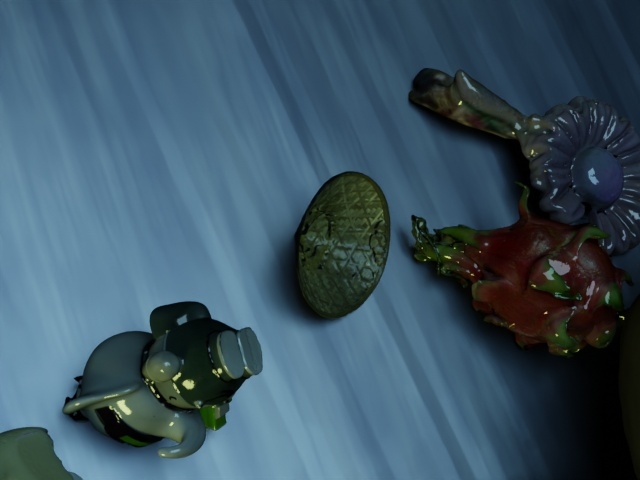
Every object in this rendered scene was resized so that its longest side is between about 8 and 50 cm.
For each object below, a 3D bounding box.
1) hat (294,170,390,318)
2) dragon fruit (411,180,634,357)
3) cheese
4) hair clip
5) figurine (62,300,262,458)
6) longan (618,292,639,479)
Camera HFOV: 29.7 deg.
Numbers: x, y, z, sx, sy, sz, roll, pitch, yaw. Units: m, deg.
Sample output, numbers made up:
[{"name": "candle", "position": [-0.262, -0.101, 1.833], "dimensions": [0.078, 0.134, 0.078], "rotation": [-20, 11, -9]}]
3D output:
[{"name": "hat", "position": [0.000, 0.000, 1.189], "dimensions": [0.146, 0.067, 0.146], "rotation": [-17, 112, -48]}, {"name": "dragon fruit", "position": [0.202, 0.024, 1.214], "dimensions": [0.236, 0.135, 0.137], "rotation": [33, 70, 13]}, {"name": "cheese", "position": [-0.256, 0.196, 0.970], "dimensions": [0.050, 0.235, 0.127], "rotation": [-45, 61, 12]}, {"name": "hair clip", "position": [0.238, -0.105, 1.295], "dimensions": [0.300, 0.069, 0.173], "rotation": [29, 64, -8]}, {"name": "figurine", "position": [-0.141, 0.123, 1.041], "dimensions": [0.147, 0.192, 0.126], "rotation": [-18, 91, -61]}, {"name": "longan", "position": [0.477, 0.120, 1.112], "dimensions": [0.404, 0.436, 0.404], "rotation": [7, 36, -5]}]
